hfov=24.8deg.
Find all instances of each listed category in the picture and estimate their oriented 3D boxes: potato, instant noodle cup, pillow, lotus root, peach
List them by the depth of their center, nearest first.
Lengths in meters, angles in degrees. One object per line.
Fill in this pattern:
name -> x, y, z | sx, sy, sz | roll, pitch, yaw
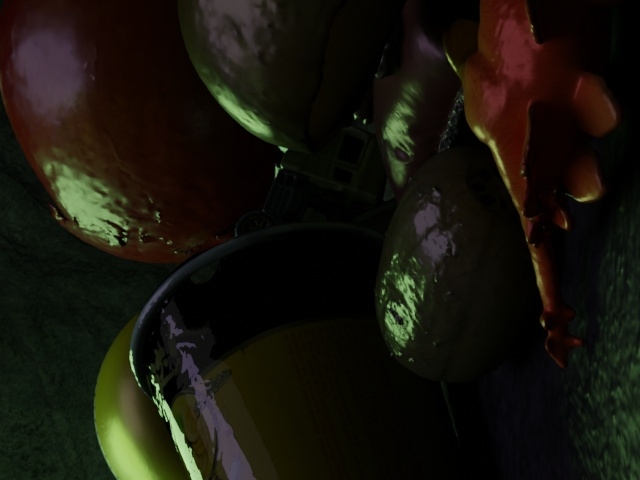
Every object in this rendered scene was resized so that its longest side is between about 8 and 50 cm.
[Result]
potato -> 0.001, -0.178, 0.675 | 0.160, 0.111, 0.272 | 66, -135, -79
lotus root -> 0.068, 0.023, 0.763 | 0.183, 0.077, 0.090 | 102, 164, -60
pillow -> 0.054, -0.106, 0.822 | 0.179, 0.075, 0.171 | 94, 169, -53
instant noodle cup -> 0.003, 0.137, 0.940 | 0.215, 0.215, 0.236 | 94, 160, -48
peach -> -0.154, -0.152, 1.444 | 0.370, 0.370, 0.370 | 176, 90, -83

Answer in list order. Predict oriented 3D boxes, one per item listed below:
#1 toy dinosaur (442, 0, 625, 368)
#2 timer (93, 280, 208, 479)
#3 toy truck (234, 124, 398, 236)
toy dinosaur -> 0.091, -0.068, 0.593 | 0.117, 0.070, 0.288 | -120, 22, -74
timer -> -0.094, 0.158, 1.493 | 0.285, 0.285, 0.285 | 176, 90, -83
toy truck -> 0.000, 0.000, 1.094 | 0.085, 0.116, 0.191 | 97, -168, -62
